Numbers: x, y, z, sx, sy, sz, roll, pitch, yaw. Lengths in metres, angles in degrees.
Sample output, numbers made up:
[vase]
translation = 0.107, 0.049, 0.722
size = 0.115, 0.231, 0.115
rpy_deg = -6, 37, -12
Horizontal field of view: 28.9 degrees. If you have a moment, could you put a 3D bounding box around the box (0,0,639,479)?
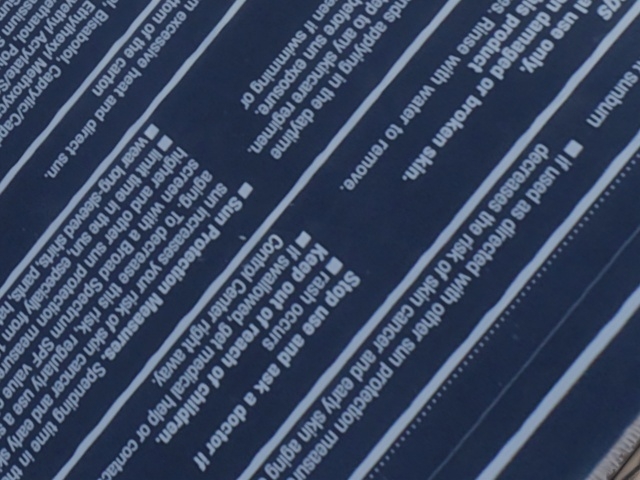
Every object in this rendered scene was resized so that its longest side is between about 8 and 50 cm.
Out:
[box]
translation = 0.000, 0.000, 0.450
size = 0.296, 0.294, 0.183
rpy_deg = -50, -26, 1
